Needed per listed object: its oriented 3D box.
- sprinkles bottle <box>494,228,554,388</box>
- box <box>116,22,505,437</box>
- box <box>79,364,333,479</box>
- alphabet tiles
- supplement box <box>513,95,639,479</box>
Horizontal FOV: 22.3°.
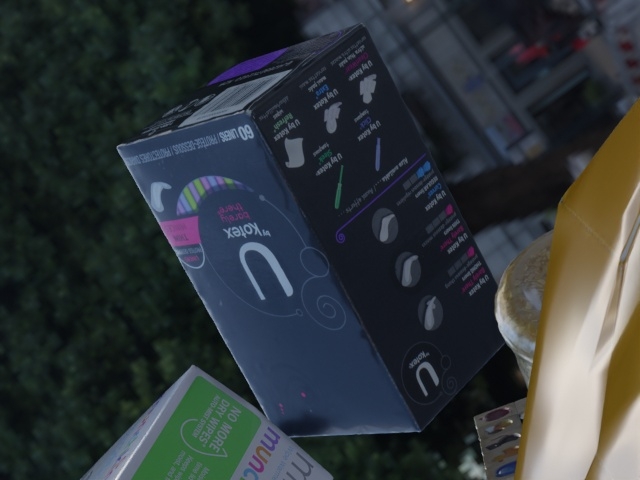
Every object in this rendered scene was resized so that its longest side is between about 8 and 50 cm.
[{"bbox_3d":[0.204,0.150,0.946,0.121,0.121,0.355,-113,-1,-55],"label":"sprinkles bottle"},{"bbox_3d":[0.000,0.000,1.216,0.143,0.165,0.270,-41,-70,-38],"label":"box"},{"bbox_3d":[-0.134,0.244,0.968,0.126,0.231,0.262,40,-142,-6],"label":"box"},{"bbox_3d":[0.228,0.148,1.349,0.237,0.198,0.009,-79,-32,-80],"label":"alphabet tiles"},{"bbox_3d":[0.165,0.062,0.436,0.194,0.129,0.191,19,-125,-7],"label":"supplement box"}]
